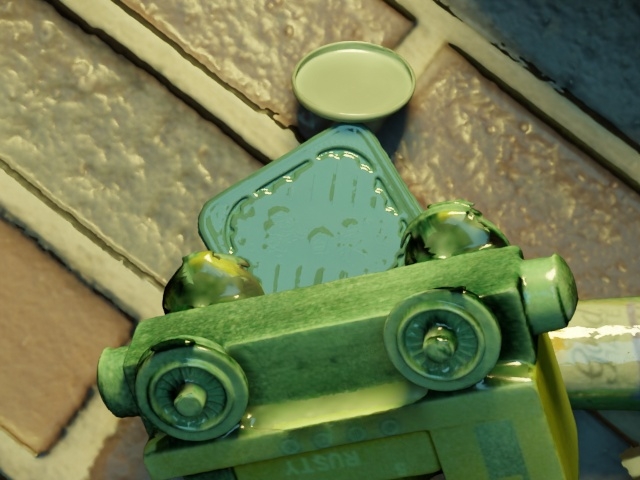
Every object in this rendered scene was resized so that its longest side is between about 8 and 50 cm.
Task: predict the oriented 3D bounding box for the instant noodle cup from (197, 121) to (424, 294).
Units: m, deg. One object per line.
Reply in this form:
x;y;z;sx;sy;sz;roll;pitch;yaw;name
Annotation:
0.000;0.000;1.598;0.179;0.070;0.157;-31;82;-1;instant noodle cup

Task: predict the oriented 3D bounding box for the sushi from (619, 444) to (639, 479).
0.450;0.240;1.558;0.320;0.069;0.339;-32;93;-11;sushi

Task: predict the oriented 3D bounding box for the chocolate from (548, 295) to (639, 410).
0.200;0.099;1.570;0.291;0.110;0.110;-2;83;3;chocolate

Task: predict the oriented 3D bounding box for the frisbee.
0.029;-0.139;1.611;0.110;0.014;0.110;1;42;-1;frisbee

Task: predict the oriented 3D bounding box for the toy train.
0.025;0.128;1.479;0.397;0.160;0.253;-12;118;14;toy train
